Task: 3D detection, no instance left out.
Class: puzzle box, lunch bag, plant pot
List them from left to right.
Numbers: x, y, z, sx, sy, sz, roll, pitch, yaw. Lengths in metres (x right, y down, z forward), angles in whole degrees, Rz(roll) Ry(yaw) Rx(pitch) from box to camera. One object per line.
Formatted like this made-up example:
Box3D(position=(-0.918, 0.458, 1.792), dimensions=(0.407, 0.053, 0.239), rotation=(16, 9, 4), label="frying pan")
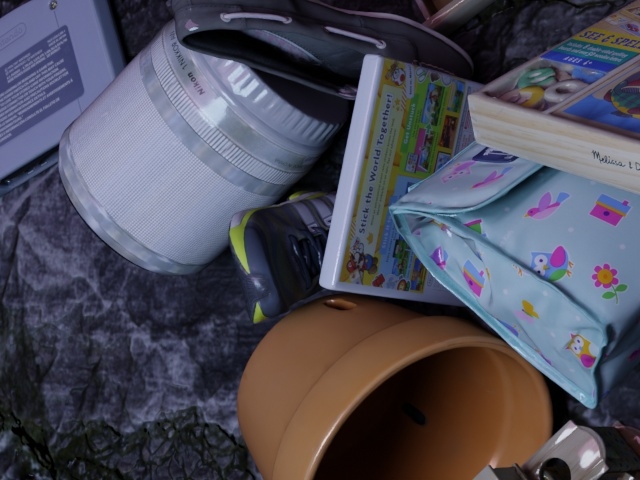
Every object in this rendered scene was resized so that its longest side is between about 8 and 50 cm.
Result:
Box3D(position=(0.050, 0.181, 1.540), dimensions=(0.203, 0.291, 0.291), rotation=(36, 106, 48), label="plant pot")
Box3D(position=(0.224, -0.018, 1.447), dimensions=(0.223, 0.160, 0.262), rotation=(-38, 59, -22), label="lunch bag")
Box3D(position=(0.356, -0.116, 1.305), dimensions=(0.409, 0.272, 0.052), rotation=(23, 135, 49), label="puzzle box")

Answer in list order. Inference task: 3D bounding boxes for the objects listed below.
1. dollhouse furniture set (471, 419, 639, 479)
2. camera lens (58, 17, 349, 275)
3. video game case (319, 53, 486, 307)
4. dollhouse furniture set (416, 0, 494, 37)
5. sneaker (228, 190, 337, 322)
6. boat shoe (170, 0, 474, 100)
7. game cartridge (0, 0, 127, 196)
Box3D(position=(0.256, 0.249, 1.432), dimensions=(0.101, 0.182, 0.161), rotation=(-48, 61, 21), label="dollhouse furniture set")
Box3D(position=(-0.132, -0.112, 1.714), dimensions=(0.274, 0.219, 0.219), rotation=(-42, 64, 24), label="camera lens")
Box3D(position=(0.099, -0.054, 1.557), dimensions=(0.026, 0.206, 0.227), rotation=(14, 94, 46), label="video game case")
Box3D(position=(0.073, -0.318, 1.576), dimensions=(0.212, 0.242, 0.161), rotation=(-35, 67, 25), label="dollhouse furniture set")
Box3D(position=(0.000, 0.000, 1.580), dimensions=(0.121, 0.300, 0.111), rotation=(-11, 102, 23), label="sneaker")
Box3D(position=(0.001, -0.184, 1.573), dimensions=(0.112, 0.335, 0.095), rotation=(-39, 39, 51), label="boat shoe")
Box3D(position=(-0.363, -0.191, 1.985), dimensions=(0.297, 0.062, 0.198), rotation=(-27, 67, 30), label="game cartridge")
